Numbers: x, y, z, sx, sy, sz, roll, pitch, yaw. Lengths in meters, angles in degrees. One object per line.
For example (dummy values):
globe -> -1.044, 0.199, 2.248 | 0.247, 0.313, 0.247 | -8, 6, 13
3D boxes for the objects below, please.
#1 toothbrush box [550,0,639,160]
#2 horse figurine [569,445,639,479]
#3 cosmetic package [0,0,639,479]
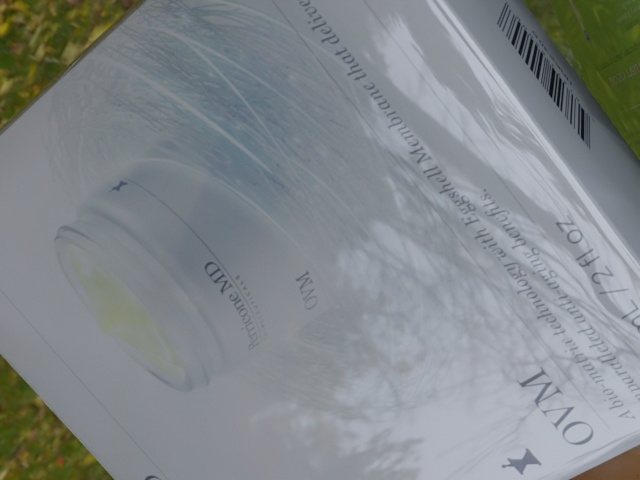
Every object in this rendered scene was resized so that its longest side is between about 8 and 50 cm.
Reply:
toothbrush box -> 0.230, -0.118, 0.453 | 0.206, 0.283, 0.122 | -22, -179, -11
horse figurine -> 0.171, 0.122, 0.411 | 0.066, 0.263, 0.174 | -65, 154, -10
cosmetic package -> 0.000, 0.000, 0.408 | 0.224, 0.224, 0.138 | -35, -170, 26
